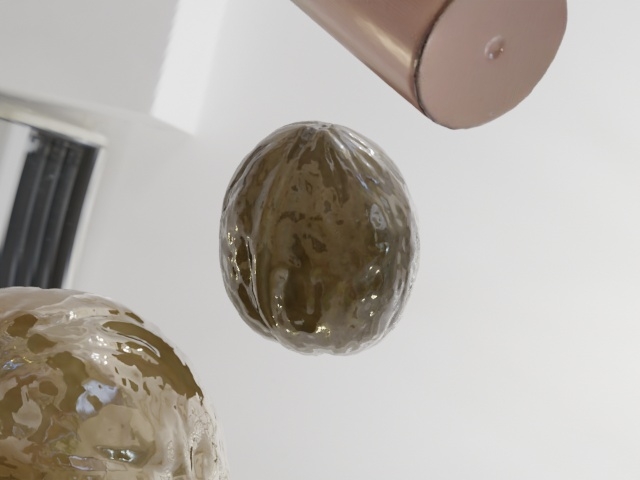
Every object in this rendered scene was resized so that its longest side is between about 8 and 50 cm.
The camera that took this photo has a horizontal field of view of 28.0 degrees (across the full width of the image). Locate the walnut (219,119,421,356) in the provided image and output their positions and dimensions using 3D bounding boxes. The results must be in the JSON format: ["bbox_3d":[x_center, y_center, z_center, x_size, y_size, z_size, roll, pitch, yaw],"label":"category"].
[{"bbox_3d":[-0.001,0.000,0.861,0.140,0.140,0.162,11,-78,22],"label":"walnut"}]

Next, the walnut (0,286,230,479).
[{"bbox_3d":[-0.184,0.170,0.783,0.252,0.313,0.277,1,-112,18],"label":"walnut"}]

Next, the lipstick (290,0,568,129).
[{"bbox_3d":[-0.009,-0.177,0.673,0.087,0.087,0.327,-50,-129,9],"label":"lipstick"}]
